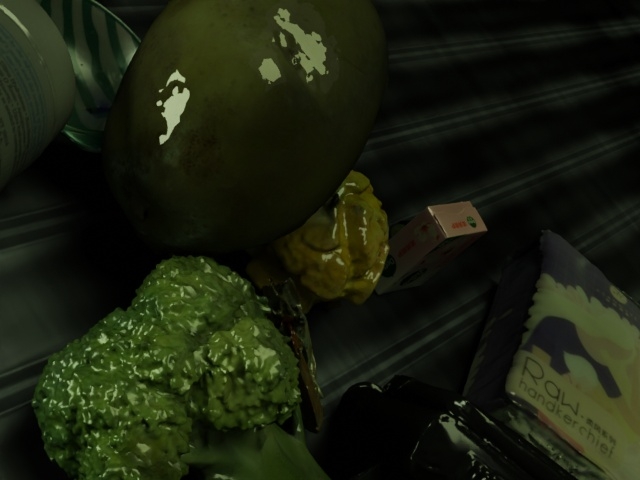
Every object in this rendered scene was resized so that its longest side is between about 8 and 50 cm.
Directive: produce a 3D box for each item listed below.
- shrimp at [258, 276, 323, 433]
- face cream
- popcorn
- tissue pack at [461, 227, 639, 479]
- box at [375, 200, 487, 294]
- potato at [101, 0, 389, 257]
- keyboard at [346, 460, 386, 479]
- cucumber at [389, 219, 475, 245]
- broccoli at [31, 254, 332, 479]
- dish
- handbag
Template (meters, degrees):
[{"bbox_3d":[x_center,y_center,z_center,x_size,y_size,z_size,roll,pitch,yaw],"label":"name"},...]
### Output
[{"bbox_3d":[-0.025,0.103,0.856,0.041,0.180,0.099,-13,40,-4],"label":"shrimp"},{"bbox_3d":[-0.305,-0.110,0.748,0.177,0.177,0.153,40,38,-9],"label":"face cream"},{"bbox_3d":[0.000,0.000,0.987,0.149,0.152,0.167,21,57,21],"label":"popcorn"},{"bbox_3d":[0.296,0.170,1.122,0.242,0.125,0.343,41,36,-7],"label":"tissue pack"},{"bbox_3d":[0.119,0.008,1.102,0.089,0.125,0.043,-9,63,-47],"label":"box"},{"bbox_3d":[-0.058,-0.131,0.865,0.221,0.243,0.326,38,40,-5],"label":"potato"},{"bbox_3d":[0.044,0.280,0.773,0.060,0.018,0.195,-13,99,-59],"label":"keyboard"},{"bbox_3d":[0.153,-0.004,1.226,0.163,0.043,0.039,6,9,-45],"label":"cucumber"},{"bbox_3d":[-0.068,0.157,0.724,0.302,0.186,0.254,44,28,6],"label":"broccoli"},{"bbox_3d":[-0.245,-0.159,0.938,0.246,0.078,0.224,-6,61,-47],"label":"dish"},{"bbox_3d":[0.153,0.224,0.866,0.275,0.244,0.088,36,79,-12],"label":"handbag"}]
